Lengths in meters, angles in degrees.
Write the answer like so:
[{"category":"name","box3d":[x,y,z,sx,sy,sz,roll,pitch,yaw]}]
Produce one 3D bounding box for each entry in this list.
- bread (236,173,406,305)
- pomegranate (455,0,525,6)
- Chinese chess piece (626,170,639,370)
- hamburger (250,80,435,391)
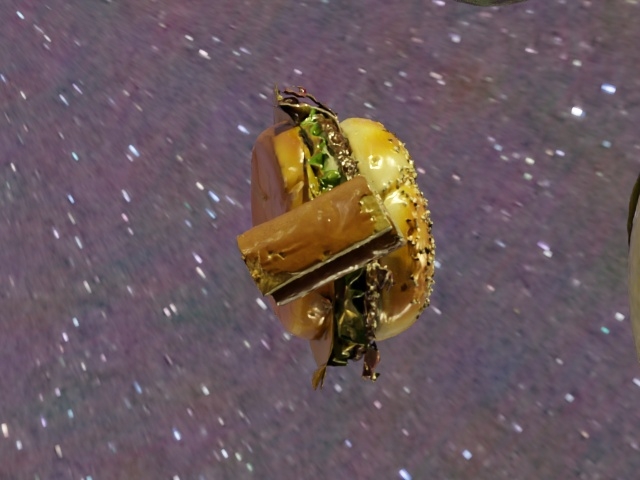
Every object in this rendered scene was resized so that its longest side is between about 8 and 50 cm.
[{"category":"bread","box3d":[0.000,0.000,0.850,0.083,0.036,0.047,-27,-96,4]},{"category":"pomegranate","box3d":[0.097,-0.268,1.091,0.248,0.202,0.202,20,-83,4]},{"category":"Chinese chess piece","box3d":[0.327,0.016,0.782,0.349,0.146,0.349,-1,-71,-4]},{"category":"hamburger","box3d":[0.013,-0.010,0.959,0.093,0.189,0.164,-10,-42,-13]}]
